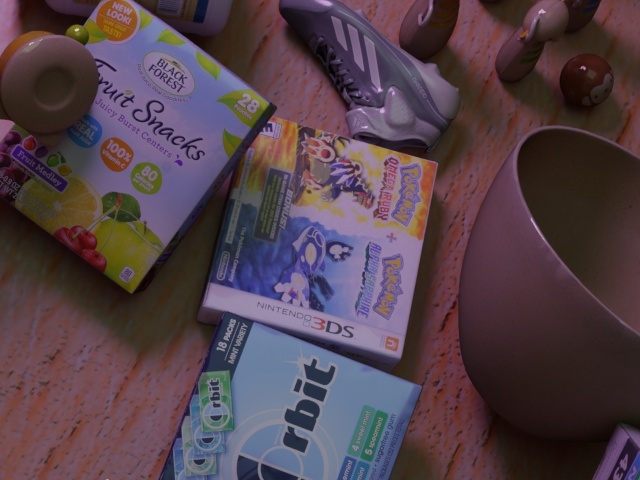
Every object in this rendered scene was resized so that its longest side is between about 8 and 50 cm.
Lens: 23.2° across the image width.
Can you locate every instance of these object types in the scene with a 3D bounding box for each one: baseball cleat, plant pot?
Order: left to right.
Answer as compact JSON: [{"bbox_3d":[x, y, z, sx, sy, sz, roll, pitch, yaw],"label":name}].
[{"bbox_3d":[0.033,-0.159,1.490,0.206,0.072,0.109,32,72,4],"label":"baseball cleat"},{"bbox_3d":[0.230,0.066,1.362,0.284,0.191,0.284,25,35,-19],"label":"plant pot"}]

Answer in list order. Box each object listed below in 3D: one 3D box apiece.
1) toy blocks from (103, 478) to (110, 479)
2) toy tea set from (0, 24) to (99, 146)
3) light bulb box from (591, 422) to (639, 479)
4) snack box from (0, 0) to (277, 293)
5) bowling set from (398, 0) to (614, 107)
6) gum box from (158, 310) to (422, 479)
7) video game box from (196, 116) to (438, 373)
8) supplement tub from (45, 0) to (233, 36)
[{"bbox_3d":[-0.218,0.379,1.158,0.260,0.191,0.381,-19,57,-12],"label":"toy blocks"},{"bbox_3d":[-0.352,-0.089,1.291,0.336,0.200,0.124,-49,41,0],"label":"toy tea set"},{"bbox_3d":[0.330,0.385,1.188,0.361,0.225,0.358,25,96,-3],"label":"light bulb box"},{"bbox_3d":[-0.168,-0.086,1.367,0.174,0.070,0.207,36,93,2],"label":"snack box"},{"bbox_3d":[0.236,-0.241,1.525,0.200,0.154,0.287,42,66,5],"label":"bowling set"},{"bbox_3d":[-0.026,0.166,1.343,0.184,0.041,0.157,21,81,-5],"label":"gum box"},{"bbox_3d":[0.000,0.000,1.433,0.187,0.048,0.205,16,66,-9],"label":"video game box"},{"bbox_3d":[-0.178,-0.273,1.443,0.199,0.144,0.144,8,67,-11],"label":"supplement tub"}]
